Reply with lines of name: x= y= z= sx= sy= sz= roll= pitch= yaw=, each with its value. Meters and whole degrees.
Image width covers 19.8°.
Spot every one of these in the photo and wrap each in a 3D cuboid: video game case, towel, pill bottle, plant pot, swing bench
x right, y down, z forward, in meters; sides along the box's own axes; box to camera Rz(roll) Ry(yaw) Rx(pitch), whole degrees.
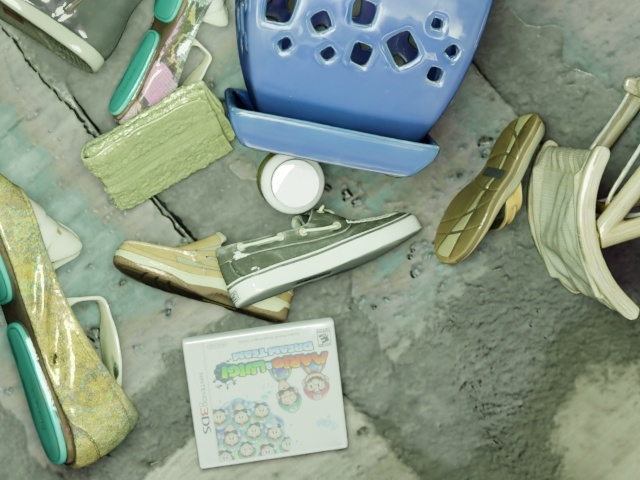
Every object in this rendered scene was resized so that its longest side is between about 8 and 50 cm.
video game case: x=-0.056 y=0.158 z=1.892 sx=0.157 sy=0.019 sz=0.143 roll=-8 pitch=107 yaw=-5
towel: x=-0.160 y=-0.096 z=1.843 sx=0.148 sy=0.110 sz=0.027 roll=-32 pitch=52 yaw=-2
pill bottle: x=-0.029 y=-0.059 z=1.841 sx=0.065 sy=0.116 sz=0.065 roll=0 pitch=95 yaw=-5
plant pot: x=0.022 y=-0.185 z=1.783 sx=0.236 sy=0.236 sz=0.212 roll=11 pitch=99 yaw=-7
swing bench: x=0.325 y=-0.065 z=1.805 sx=0.255 sy=0.253 sz=0.165 roll=-35 pitch=97 yaw=-2

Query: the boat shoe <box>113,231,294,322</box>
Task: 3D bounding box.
boat shoe: x=-0.116 y=0.025 z=1.873 sx=0.190 sy=0.068 sz=0.072 roll=19 pitch=79 yaw=-18

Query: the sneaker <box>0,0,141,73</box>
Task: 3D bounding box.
sneaker: x=-0.282 y=-0.274 z=1.830 sx=0.222 sy=0.083 sz=0.118 roll=36 pitch=77 yaw=-6

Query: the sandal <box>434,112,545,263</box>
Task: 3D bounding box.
sandal: x=0.184 y=-0.048 z=1.893 sx=0.049 sy=0.072 sz=0.180 roll=35 pitch=87 yaw=-28

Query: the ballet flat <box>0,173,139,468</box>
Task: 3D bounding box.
ballet flat: x=-0.277 y=0.055 z=1.841 sx=0.123 sy=0.123 sz=0.348 roll=-22 pitch=96 yaw=-3

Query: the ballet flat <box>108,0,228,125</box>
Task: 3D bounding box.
ballet flat: x=-0.140 y=-0.208 z=1.848 sx=0.079 sy=0.077 sz=0.221 roll=18 pitch=100 yaw=-29

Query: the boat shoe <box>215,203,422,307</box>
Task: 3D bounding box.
boat shoe: x=0.000 y=0.000 z=1.853 sx=0.219 sy=0.078 sz=0.070 roll=-19 pitch=80 yaw=-24
